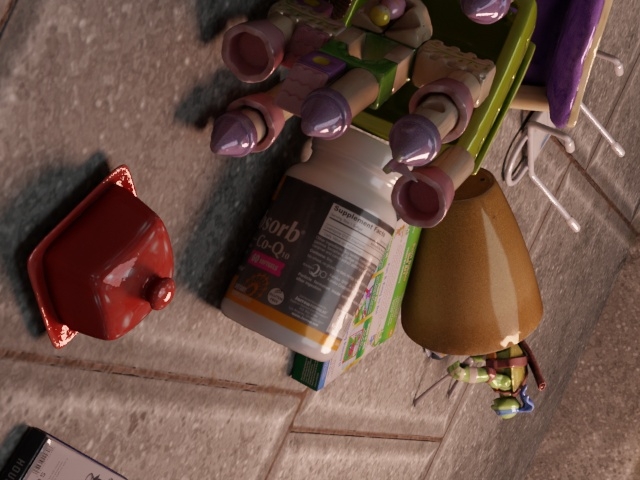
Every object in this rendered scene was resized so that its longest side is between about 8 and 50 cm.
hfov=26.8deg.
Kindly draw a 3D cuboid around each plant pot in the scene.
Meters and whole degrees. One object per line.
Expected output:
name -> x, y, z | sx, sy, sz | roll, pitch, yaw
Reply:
plant pot -> 0.143, -0.218, 1.721 | 0.228, 0.227, 0.207 | -65, 163, -1
plant pot -> 0.234, 0.014, 2.178 | 0.237, 0.237, 0.254 | -42, 133, -43

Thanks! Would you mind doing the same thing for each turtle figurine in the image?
turtle figurine -> 0.297, 0.207, 2.618 | 0.198, 0.274, 0.266 | 3, 91, -42

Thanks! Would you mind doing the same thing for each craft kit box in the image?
craft kit box -> 0.062, 0.073, 2.041 | 0.246, 0.061, 0.250 | -25, 135, -53

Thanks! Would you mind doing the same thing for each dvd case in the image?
dvd case -> -0.312, 0.319, 1.515 | 0.179, 0.029, 0.239 | -60, 156, -12

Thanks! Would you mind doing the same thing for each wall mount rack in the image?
wall mount rack -> 0.489, -0.197, 2.588 | 0.350, 0.130, 0.304 | -55, 155, -21

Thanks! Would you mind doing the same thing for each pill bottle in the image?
pill bottle -> 0.000, 0.000, 1.700 | 0.278, 0.162, 0.162 | -65, 157, -3

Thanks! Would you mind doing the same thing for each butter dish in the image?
butter dish -> -0.200, 0.034, 1.358 | 0.160, 0.118, 0.160 | -50, 153, -33

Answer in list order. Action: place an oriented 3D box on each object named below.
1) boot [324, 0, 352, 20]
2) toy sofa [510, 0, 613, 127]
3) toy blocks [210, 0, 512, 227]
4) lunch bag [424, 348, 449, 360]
boot -> 0.032, -0.336, 1.568 | 0.084, 0.059, 0.158 | -44, 148, -50
toy sofa -> 0.325, -0.346, 1.948 | 0.177, 0.150, 0.362 | -90, -173, -47
toy blocks -> 0.028, -0.182, 1.411 | 0.260, 0.288, 0.309 | -42, 152, -53
lunch bag -> 0.229, 0.182, 2.506 | 0.071, 0.053, 0.083 | -57, -179, -20
